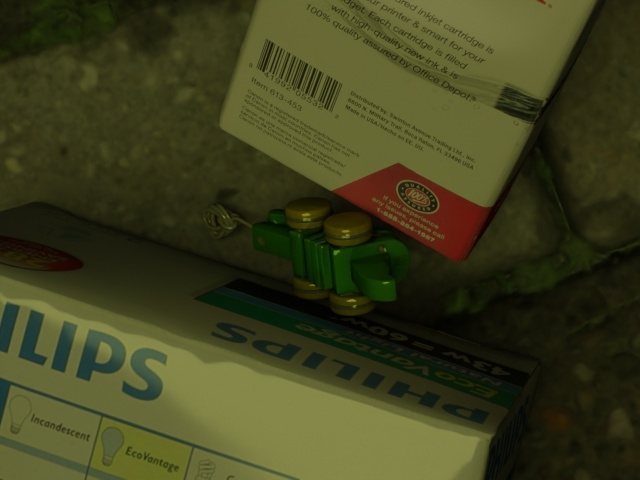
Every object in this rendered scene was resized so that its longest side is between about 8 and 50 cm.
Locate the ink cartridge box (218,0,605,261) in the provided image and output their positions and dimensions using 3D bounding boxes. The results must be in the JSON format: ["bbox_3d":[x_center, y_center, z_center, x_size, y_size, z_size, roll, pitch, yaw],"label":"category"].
[{"bbox_3d":[0.059,-0.127,1.106,0.172,0.100,0.237,30,139,7],"label":"ink cartridge box"}]

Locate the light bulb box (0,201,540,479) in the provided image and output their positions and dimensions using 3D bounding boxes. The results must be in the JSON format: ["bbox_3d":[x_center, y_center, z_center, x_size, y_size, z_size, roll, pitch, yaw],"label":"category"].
[{"bbox_3d":[-0.093,0.203,1.181,0.358,0.225,0.361,18,101,10],"label":"light bulb box"}]

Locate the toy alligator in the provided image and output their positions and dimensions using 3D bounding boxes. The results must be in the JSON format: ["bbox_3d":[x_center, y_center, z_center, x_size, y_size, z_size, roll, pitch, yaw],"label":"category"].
[{"bbox_3d":[0.000,0.000,1.196,0.190,0.051,0.056,22,123,51],"label":"toy alligator"}]
